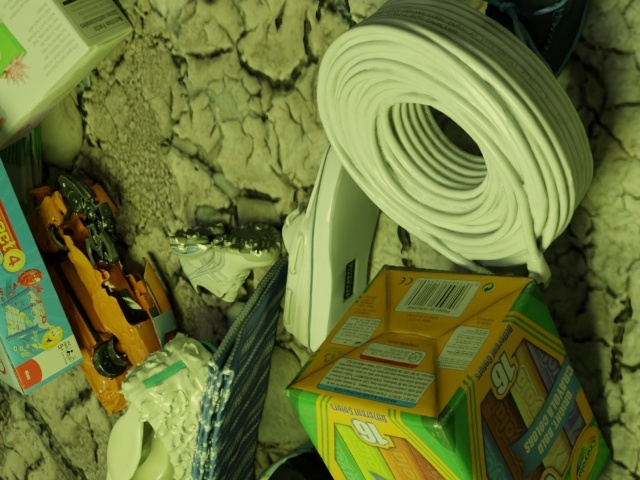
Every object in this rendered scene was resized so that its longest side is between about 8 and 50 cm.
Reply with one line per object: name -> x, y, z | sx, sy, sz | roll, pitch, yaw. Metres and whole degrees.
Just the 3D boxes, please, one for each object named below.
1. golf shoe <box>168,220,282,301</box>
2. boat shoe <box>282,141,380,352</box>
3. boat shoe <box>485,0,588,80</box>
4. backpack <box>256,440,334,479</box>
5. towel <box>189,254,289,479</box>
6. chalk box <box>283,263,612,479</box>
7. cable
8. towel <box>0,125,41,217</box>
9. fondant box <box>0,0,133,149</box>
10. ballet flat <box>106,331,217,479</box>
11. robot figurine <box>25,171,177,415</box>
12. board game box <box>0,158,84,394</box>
golf shoe -> -0.094, 0.026, 1.522 | 0.176, 0.069, 0.086 | 4, 113, 54
boat shoe -> 0.000, 0.000, 1.398 | 0.084, 0.095, 0.258 | 25, 120, 30
boat shoe -> 0.174, -0.230, 1.153 | 0.109, 0.089, 0.258 | 33, 125, 31
backpack -> 0.041, 0.373, 1.377 | 0.273, 0.290, 0.356 | -42, 68, 58
towel -> -0.089, 0.212, 1.476 | 0.040, 0.243, 0.336 | 15, 119, 8
chalk box -> 0.131, 0.190, 1.250 | 0.180, 0.179, 0.289 | 4, 132, 43
cable -> 0.115, -0.093, 1.195 | 0.257, 0.089, 0.257 | 31, 149, 26
towel -> -0.444, -0.083, 1.832 | 0.248, 0.038, 0.325 | 16, 116, 40
fondant box -> -0.409, -0.297, 1.605 | 0.238, 0.096, 0.330 | -37, 91, 36
ballet flat -> -0.195, 0.273, 1.607 | 0.147, 0.147, 0.409 | 37, 138, 28
robot figurine -> -0.272, 0.057, 1.683 | 0.211, 0.085, 0.291 | -33, 82, 44
board game box -> -0.440, 0.006, 1.690 | 0.308, 0.086, 0.302 | 18, 132, 53
